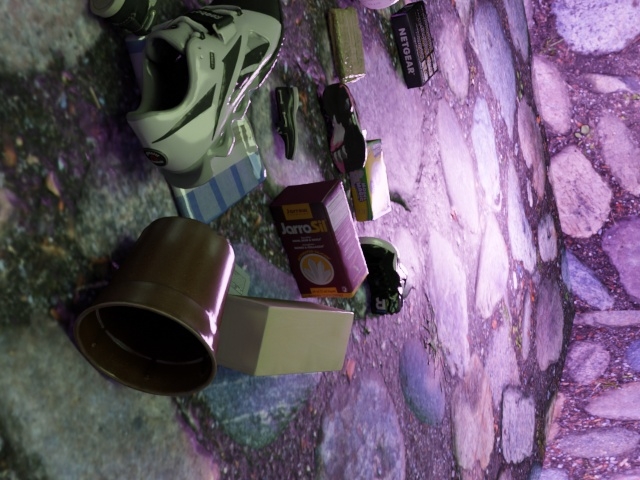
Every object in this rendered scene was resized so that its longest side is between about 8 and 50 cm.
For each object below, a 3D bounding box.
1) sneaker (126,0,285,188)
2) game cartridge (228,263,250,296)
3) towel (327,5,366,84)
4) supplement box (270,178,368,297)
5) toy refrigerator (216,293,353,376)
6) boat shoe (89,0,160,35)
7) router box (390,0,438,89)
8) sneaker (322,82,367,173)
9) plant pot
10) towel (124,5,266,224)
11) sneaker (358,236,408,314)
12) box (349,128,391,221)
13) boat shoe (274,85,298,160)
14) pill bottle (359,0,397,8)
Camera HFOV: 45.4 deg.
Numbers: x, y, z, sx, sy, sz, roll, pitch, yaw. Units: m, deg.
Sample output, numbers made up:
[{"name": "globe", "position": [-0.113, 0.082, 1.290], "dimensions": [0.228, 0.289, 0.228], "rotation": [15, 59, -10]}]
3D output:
[{"name": "sneaker", "position": [-0.145, -0.242, 0.970], "dimensions": [0.146, 0.122, 0.331], "rotation": [51, 47, -50]}, {"name": "game cartridge", "position": [-0.135, 0.061, 1.139], "dimensions": [0.083, 0.017, 0.056], "rotation": [49, 43, -49]}, {"name": "towel", "position": [0.052, -0.389, 1.525], "dimensions": [0.110, 0.027, 0.148], "rotation": [-33, 117, -57]}, {"name": "supplement box", "position": [0.000, 0.000, 1.303], "dimensions": [0.081, 0.104, 0.188], "rotation": [-52, 131, -50]}, {"name": "toy refrigerator", "position": [-0.055, 0.147, 1.192], "dimensions": [0.269, 0.094, 0.102], "rotation": [12, 89, -60]}, {"name": "boat shoe", "position": [-0.218, -0.370, 0.949], "dimensions": [0.079, 0.084, 0.233], "rotation": [21, 76, -45]}, {"name": "router box", "position": [0.229, -0.472, 1.843], "dimensions": [0.133, 0.046, 0.179], "rotation": [-50, 129, -52]}, {"name": "sneaker", "position": [0.056, -0.221, 1.474], "dimensions": [0.077, 0.072, 0.178], "rotation": [-57, 142, -63]}, {"name": "plant pot", "position": [-0.181, 0.071, 0.914], "dimensions": [0.165, 0.167, 0.167], "rotation": [-74, 147, -45]}, {"name": "towel", "position": [-0.167, -0.177, 1.087], "dimensions": [0.209, 0.034, 0.285], "rotation": [-44, 126, -54]}, {"name": "sneaker", "position": [0.125, 0.085, 1.551], "dimensions": [0.217, 0.079, 0.121], "rotation": [45, 47, -53]}, {"name": "box", "position": [0.098, -0.137, 1.568], "dimensions": [0.105, 0.043, 0.179], "rotation": [-30, 111, -60]}, {"name": "boat shoe", "position": [-0.058, -0.197, 1.286], "dimensions": [0.046, 0.038, 0.125], "rotation": [-164, -106, -76]}, {"name": "pill bottle", "position": [0.078, -0.555, 1.480], "dimensions": [0.229, 0.131, 0.131], "rotation": [20, 70, -60]}]
